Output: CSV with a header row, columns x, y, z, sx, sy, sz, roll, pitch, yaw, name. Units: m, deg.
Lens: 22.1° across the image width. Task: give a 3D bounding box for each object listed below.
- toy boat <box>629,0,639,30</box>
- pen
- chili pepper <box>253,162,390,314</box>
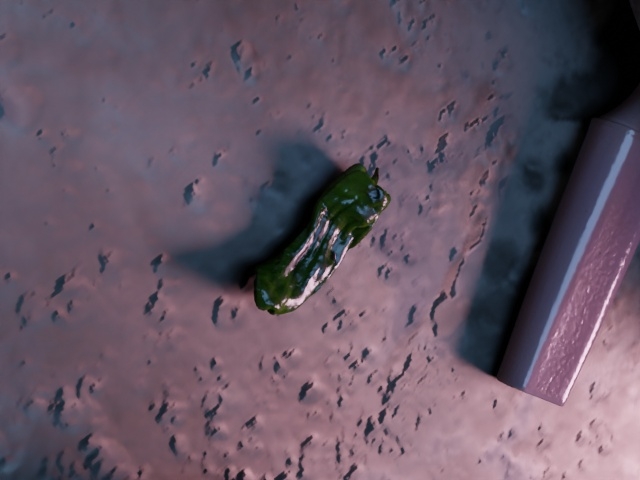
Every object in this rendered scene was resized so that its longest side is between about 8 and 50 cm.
x,y,z,sx,sy,sz,roll,pitch,yaw,name
0.208,-0.124,0.846,0.227,0.085,0.155,53,50,-35,toy boat
0.146,-0.011,0.857,0.053,0.032,0.197,24,89,-34,pen
-0.001,0.001,0.764,0.030,0.034,0.091,43,74,1,chili pepper
